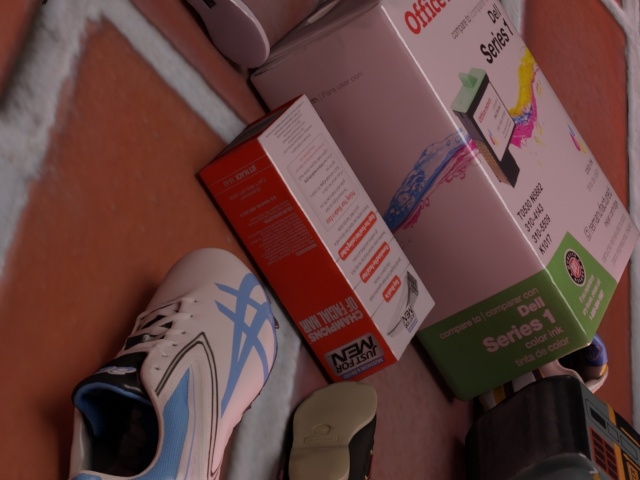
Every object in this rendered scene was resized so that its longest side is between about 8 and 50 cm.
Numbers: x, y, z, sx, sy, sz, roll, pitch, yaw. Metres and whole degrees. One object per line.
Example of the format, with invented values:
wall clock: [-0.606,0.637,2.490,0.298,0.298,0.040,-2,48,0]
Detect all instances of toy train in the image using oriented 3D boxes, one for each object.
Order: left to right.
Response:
toy train: [0.182,0.239,1.223,0.190,0.142,0.334,42,27,-24]

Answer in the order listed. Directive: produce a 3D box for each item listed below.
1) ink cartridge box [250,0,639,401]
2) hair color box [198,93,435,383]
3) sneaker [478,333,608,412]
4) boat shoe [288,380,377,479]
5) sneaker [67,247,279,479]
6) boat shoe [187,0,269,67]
ink cartridge box: [0.097,-0.059,1.360,0.278,0.117,0.201,57,29,-10]
hair color box: [0.000,0.000,1.218,0.167,0.053,0.093,57,28,-9]
sneaker: [0.179,0.088,1.404,0.069,0.084,0.185,56,26,-12]
boat shoe: [0.008,0.128,1.137,0.133,0.049,0.042,-71,156,-62]
sneaker: [-0.081,0.074,0.986,0.086,0.085,0.237,53,28,-27]
boat shoe: [-0.067,-0.160,1.263,0.100,0.035,0.035,47,34,-15]
